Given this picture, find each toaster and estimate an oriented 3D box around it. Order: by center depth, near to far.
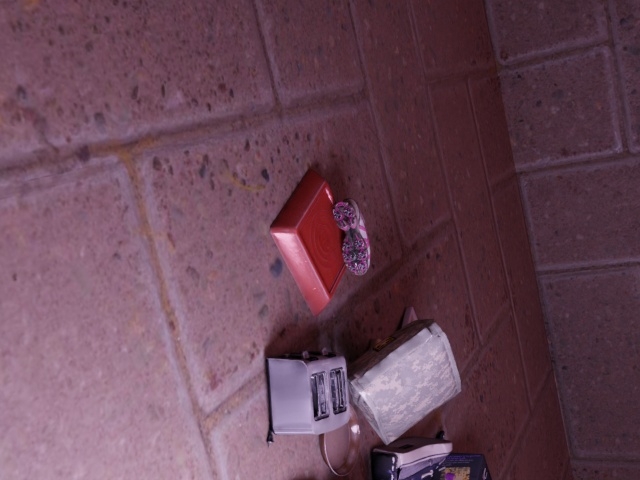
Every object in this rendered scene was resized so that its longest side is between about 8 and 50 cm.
[{"bbox_3d":[-0.028,0.320,1.492,0.168,0.110,0.185,6,79,-59],"label":"toaster"}]

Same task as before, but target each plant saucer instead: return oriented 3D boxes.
[{"bbox_3d":[0.041,0.457,1.661,0.168,0.029,0.168,23,63,-56],"label":"plant saucer"},{"bbox_3d":[0.000,0.000,1.681,0.258,0.048,0.259,64,34,-28],"label":"plant saucer"}]

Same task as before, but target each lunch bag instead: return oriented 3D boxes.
[{"bbox_3d":[0.183,0.307,1.644,0.169,0.235,0.287,50,-12,33],"label":"lunch bag"}]

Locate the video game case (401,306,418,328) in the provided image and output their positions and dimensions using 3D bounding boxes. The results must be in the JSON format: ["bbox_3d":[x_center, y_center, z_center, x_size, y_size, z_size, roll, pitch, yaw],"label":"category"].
[{"bbox_3d":[0.272,0.338,2.063,0.206,0.026,0.227,66,26,-26],"label":"video game case"}]

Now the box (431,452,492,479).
[{"bbox_3d":[0.403,0.774,2.095,0.270,0.144,0.165,-55,131,-51],"label":"box"}]

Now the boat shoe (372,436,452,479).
[{"bbox_3d":[0.242,0.616,1.898,0.341,0.127,0.158,9,82,-51],"label":"boat shoe"}]

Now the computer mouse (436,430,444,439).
[{"bbox_3d":[0.325,0.625,2.113,0.242,0.041,0.071,-27,115,-66],"label":"computer mouse"}]

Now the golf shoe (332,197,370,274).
[{"bbox_3d":[0.088,-0.011,1.720,0.086,0.068,0.186,-25,105,-61],"label":"golf shoe"}]

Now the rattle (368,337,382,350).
[{"bbox_3d":[0.215,0.339,1.885,0.199,0.143,0.130,58,13,-23],"label":"rattle"}]
